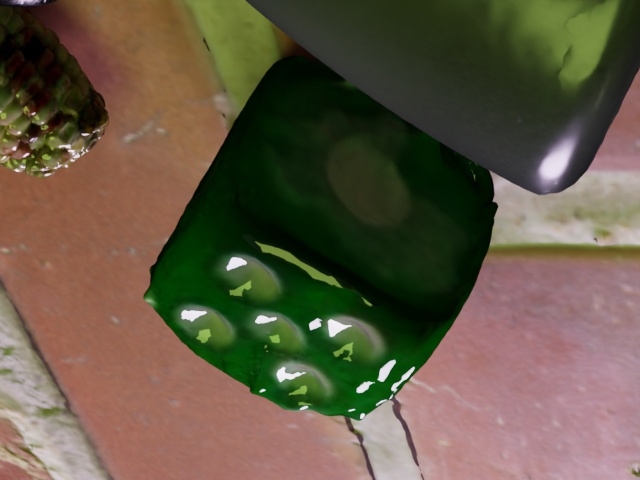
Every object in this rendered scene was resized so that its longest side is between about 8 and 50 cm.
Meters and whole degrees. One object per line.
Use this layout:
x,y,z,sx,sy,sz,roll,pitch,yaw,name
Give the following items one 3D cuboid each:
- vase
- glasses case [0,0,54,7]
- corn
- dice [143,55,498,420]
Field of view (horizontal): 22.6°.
-0.018,-0.157,0.580,0.321,0.173,0.173,25,141,7,vase
-0.206,-0.194,0.675,0.266,0.103,0.067,31,143,-8,glasses case
-0.209,-0.124,0.769,0.253,0.086,0.086,42,137,-23,corn
0.000,0.000,0.760,0.131,0.128,0.120,31,141,-8,dice
